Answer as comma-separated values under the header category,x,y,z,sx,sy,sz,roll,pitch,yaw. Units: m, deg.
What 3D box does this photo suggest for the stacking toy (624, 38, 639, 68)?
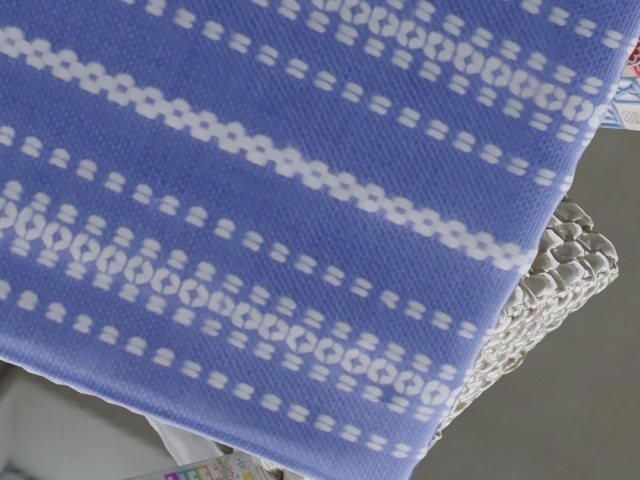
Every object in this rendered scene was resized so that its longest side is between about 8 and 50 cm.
category,x,y,z,sx,sy,sz,roll,pitch,yaw
stacking toy,0.195,-0.123,1.110,0.221,0.052,0.167,-16,-179,19

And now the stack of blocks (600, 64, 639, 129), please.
category,x,y,z,sx,sy,sz,roll,pitch,yaw
stack of blocks,0.299,-0.229,1.892,0.171,0.297,0.087,7,-122,36

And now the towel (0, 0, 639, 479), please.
category,x,y,z,sx,sy,sz,roll,pitch,yaw
towel,-0.023,-0.131,0.404,0.243,0.336,0.040,23,-164,-7

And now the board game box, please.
category,x,y,z,sx,sy,sz,roll,pitch,yaw
board game box,-0.118,0.177,1.242,0.154,0.103,0.026,-3,-118,-61

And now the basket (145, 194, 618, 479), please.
category,x,y,z,sx,sy,sz,roll,pitch,yaw
basket,0.000,0.000,1.490,0.328,0.266,0.331,53,-154,12
